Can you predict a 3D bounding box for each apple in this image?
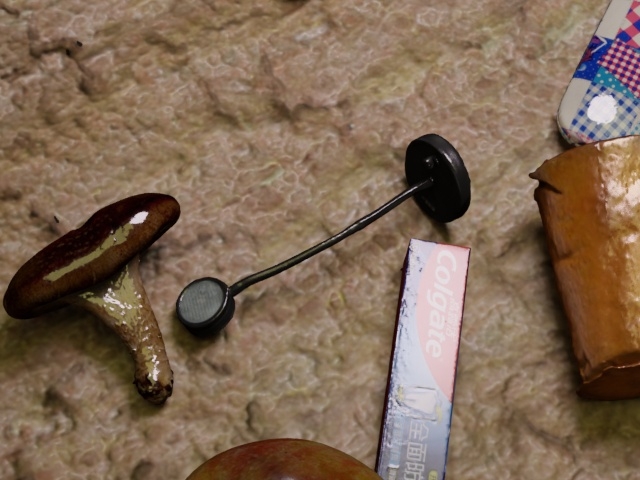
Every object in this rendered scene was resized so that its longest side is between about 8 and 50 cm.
[{"bbox_3d":[-0.033,0.317,1.334,0.256,0.234,0.257,-12,55,18],"label":"apple"}]

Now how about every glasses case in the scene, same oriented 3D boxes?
[{"bbox_3d":[0.405,-0.239,1.717,0.125,0.076,0.327,25,65,11],"label":"glasses case"}]

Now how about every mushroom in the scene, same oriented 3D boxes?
[{"bbox_3d":[-0.214,0.076,1.529,0.227,0.148,0.217,-36,90,-8],"label":"mushroom"}]

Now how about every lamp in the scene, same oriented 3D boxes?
[{"bbox_3d":[0.014,0.020,1.589,0.371,0.108,0.130,-39,51,-8],"label":"lamp"}]

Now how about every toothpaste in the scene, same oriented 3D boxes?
[{"bbox_3d":[0.114,0.156,1.525,0.076,0.066,0.320,8,66,1],"label":"toothpaste"}]

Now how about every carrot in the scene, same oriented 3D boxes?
[{"bbox_3d":[0.345,0.035,1.527,0.195,0.196,0.254,-1,65,-4],"label":"carrot"}]
